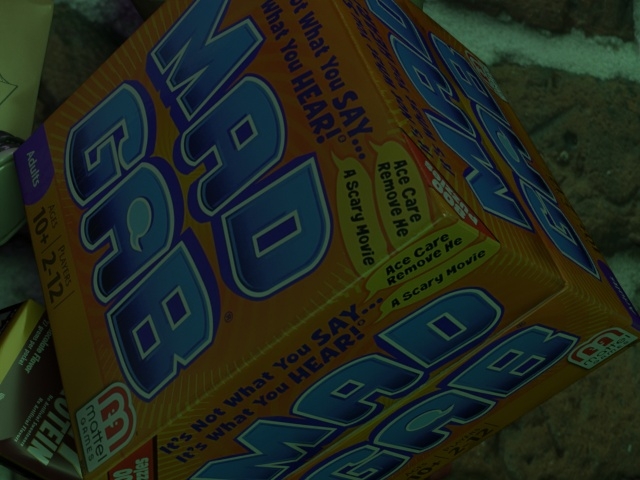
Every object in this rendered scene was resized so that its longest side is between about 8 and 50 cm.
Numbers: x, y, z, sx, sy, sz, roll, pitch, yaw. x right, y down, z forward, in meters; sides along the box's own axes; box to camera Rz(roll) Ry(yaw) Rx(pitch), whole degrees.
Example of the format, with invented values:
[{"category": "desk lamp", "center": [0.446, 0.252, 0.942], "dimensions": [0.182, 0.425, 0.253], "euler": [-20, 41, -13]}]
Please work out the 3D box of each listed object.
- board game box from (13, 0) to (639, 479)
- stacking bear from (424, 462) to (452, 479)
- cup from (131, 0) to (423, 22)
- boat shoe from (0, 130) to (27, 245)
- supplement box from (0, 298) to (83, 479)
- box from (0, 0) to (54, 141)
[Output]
[{"category": "board game box", "center": [0.000, 0.000, 0.922], "dimensions": [0.356, 0.356, 0.356], "euler": [25, 34, -48]}, {"category": "stacking bear", "center": [-0.012, 0.277, 1.131], "dimensions": [0.289, 0.175, 0.164], "euler": [-33, 92, -19]}, {"category": "cup", "center": [-0.022, -0.244, 1.131], "dimensions": [0.331, 0.331, 0.237], "euler": [-41, 129, -27]}, {"category": "boat shoe", "center": [-0.408, 0.021, 0.984], "dimensions": [0.335, 0.095, 0.112], "euler": [-46, 140, -16]}, {"category": "supplement box", "center": [-0.254, 0.165, 0.982], "dimensions": [0.191, 0.194, 0.129], "euler": [35, 68, -20]}, {"category": "box", "center": [-0.375, -0.181, 1.065], "dimensions": [0.164, 0.021, 0.201], "euler": [13, 76, -27]}]
